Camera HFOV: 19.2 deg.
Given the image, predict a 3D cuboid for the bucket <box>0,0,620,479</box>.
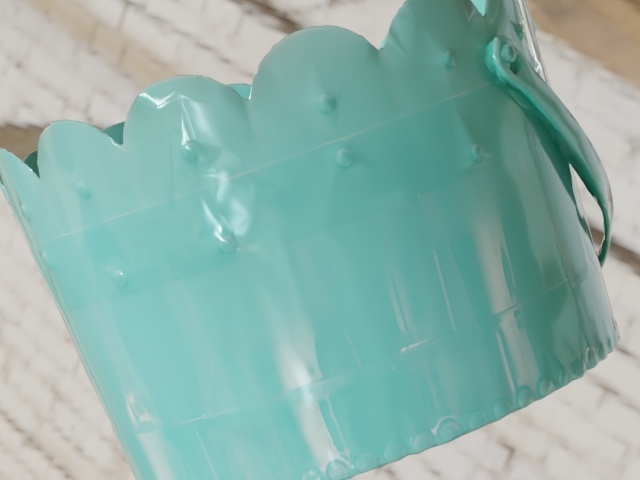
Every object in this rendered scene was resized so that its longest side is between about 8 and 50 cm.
[{"bbox_3d":[0.000,0.000,0.889,0.281,0.183,0.281,-20,-176,1],"label":"bucket"}]
